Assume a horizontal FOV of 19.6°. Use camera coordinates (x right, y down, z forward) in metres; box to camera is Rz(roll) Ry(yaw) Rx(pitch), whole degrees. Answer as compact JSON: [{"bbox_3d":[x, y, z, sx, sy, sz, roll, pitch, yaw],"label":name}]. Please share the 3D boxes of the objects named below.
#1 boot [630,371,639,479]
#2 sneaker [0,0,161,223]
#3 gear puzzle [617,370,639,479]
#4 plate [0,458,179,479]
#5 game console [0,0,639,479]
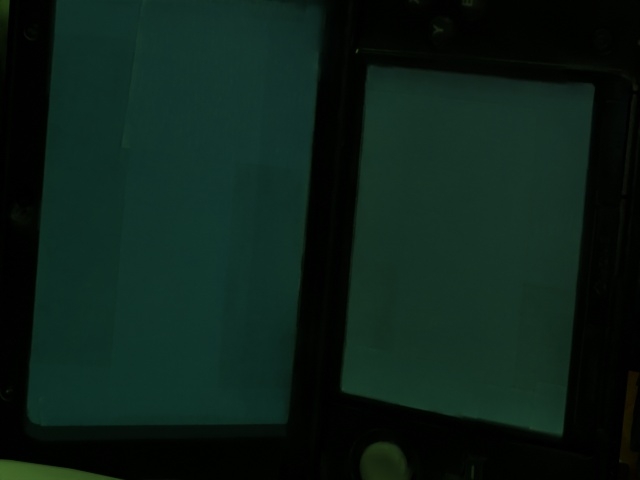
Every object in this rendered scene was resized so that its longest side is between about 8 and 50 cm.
[{"bbox_3d":[0.156,-0.172,0.346,0.146,0.445,0.367,6,17,-5],"label":"boot"},{"bbox_3d":[-0.114,-0.020,0.405,0.340,0.125,0.140,19,59,-17],"label":"sneaker"},{"bbox_3d":[0.218,0.073,0.430,0.339,0.044,0.175,6,18,-9],"label":"gear puzzle"},{"bbox_3d":[0.047,0.111,0.238,0.278,0.045,0.277,11,21,-8],"label":"plate"},{"bbox_3d":[0.000,0.000,0.359,0.107,0.122,0.071,9,8,33],"label":"game console"}]
